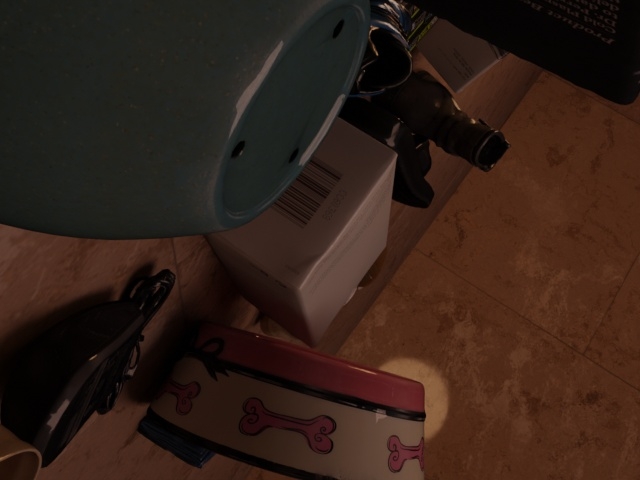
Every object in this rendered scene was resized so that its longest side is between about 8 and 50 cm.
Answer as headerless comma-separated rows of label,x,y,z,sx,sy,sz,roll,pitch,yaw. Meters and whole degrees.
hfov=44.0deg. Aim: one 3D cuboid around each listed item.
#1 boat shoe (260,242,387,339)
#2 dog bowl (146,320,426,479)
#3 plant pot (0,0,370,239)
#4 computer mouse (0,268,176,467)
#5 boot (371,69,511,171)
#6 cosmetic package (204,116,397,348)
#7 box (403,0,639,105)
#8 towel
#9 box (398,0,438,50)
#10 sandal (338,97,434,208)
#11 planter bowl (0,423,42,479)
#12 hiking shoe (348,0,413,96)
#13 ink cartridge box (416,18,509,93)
boat shoe,0.009,0.067,1.540,0.110,0.121,0.341,-11,-158,45
dog bowl,-0.031,0.230,1.139,0.408,0.408,0.150,52,53,-78
plant pot,-0.090,-0.113,0.409,0.290,0.195,0.290,-53,167,-18
computer mouse,-0.239,0.124,0.772,0.188,0.072,0.272,-62,180,13
boot,0.225,-0.197,1.385,0.118,0.223,0.338,-58,168,18
cosmetic package,-0.017,-0.005,1.102,0.217,0.156,0.385,-53,169,-15
box,0.195,-0.397,0.465,0.479,0.297,0.472,-59,164,6
towel,-0.210,0.292,1.193,0.067,0.119,0.029,-39,149,-55
box,0.120,-0.323,1.079,0.190,0.045,0.184,-51,169,-25
sandal,0.110,-0.143,1.220,0.107,0.168,0.446,-62,168,-5
planter bowl,-0.293,0.173,0.548,0.162,0.109,0.162,-49,169,-13
hiking shoe,0.043,-0.200,0.848,0.304,0.132,0.113,-31,153,-58
ink cartridge box,0.313,-0.390,1.262,0.211,0.121,0.289,-46,-173,-39
